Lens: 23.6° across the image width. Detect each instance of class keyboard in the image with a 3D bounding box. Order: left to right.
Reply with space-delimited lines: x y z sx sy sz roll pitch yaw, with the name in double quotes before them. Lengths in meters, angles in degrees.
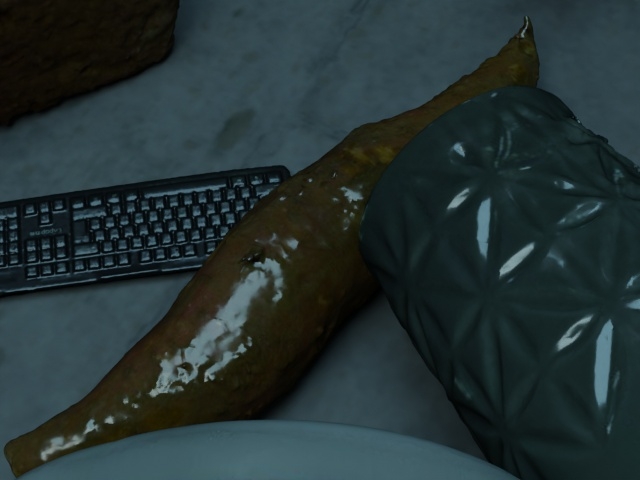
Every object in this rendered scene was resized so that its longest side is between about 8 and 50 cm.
"keyboard" -0.088 -0.003 0.691 0.155 0.010 0.053 -8 56 -2

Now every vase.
"vase" 0.141 0.066 0.533 0.251 0.156 0.301 -52 55 20

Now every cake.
"cake" -0.193 -0.099 0.733 0.295 0.113 0.116 -28 55 0

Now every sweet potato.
"sweet potato" 0.000 0.000 0.646 0.066 0.072 0.314 38 67 17

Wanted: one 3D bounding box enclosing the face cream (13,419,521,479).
"face cream" -0.016 0.175 0.447 0.201 0.201 0.187 -2 55 2
